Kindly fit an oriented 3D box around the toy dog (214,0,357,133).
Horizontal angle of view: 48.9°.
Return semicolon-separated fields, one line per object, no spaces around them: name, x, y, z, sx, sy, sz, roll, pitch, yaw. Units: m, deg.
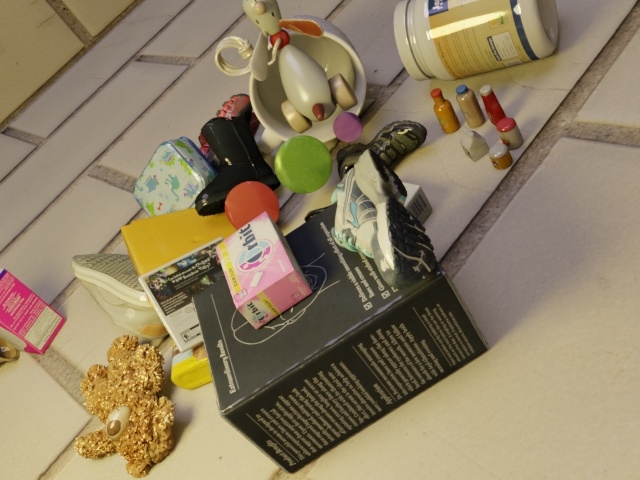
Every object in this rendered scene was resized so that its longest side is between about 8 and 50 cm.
toy dog;-0.061;-0.369;1.509;0.220;0.333;0.161;-50;16;17

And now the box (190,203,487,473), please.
box;0.019;0.137;1.182;0.395;0.212;0.293;-33;38;4

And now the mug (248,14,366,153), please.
mug;-0.066;-0.387;1.784;0.374;0.276;0.328;-57;19;22

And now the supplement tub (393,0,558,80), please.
supplement tub;0.346;-0.486;1.570;0.316;0.228;0.228;-8;46;32

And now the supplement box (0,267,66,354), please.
supplement box;-0.761;0.175;1.736;0.111;0.220;0.114;0;49;37

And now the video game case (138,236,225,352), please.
video game case;-0.234;0.104;1.393;0.190;0.022;0.173;-28;76;-23

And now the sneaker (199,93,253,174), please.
sneaker;-0.225;-0.259;1.820;0.135;0.097;0.276;15;68;25

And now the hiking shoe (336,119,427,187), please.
hiking shoe;0.135;-0.177;1.539;0.227;0.086;0.114;-23;45;32

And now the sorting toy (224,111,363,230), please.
sorting toy;-0.055;-0.158;1.592;0.365;0.127;0.126;-40;6;6

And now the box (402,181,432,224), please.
box;0.129;-0.052;1.408;0.137;0.072;0.126;17;63;45

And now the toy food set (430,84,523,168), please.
toy food set;0.322;-0.247;1.437;0.111;0.104;0.232;-34;38;3

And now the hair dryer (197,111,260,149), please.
hair dryer;-0.253;-0.244;1.927;0.223;0.080;0.293;24;70;29

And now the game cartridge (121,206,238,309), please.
game cartridge;-0.273;0.019;1.564;0.285;0.053;0.324;-13;31;-20

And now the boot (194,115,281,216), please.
boot;-0.233;-0.182;1.659;0.246;0.207;0.094;-25;-10;-39

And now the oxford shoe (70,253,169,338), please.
oxford shoe;-0.469;0.118;1.646;0.169;0.130;0.449;-8;18;-38

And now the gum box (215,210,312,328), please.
gum box;-0.098;0.042;1.148;0.107;0.062;0.188;-34;38;3

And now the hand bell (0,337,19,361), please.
hand bell;-0.893;0.343;1.785;0.242;0.126;0.126;-48;37;7

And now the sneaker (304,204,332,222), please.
sneaker;0.000;0.000;1.358;0.227;0.130;0.087;-42;60;41

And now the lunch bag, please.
lunch bag;-0.357;-0.131;1.749;0.219;0.176;0.090;-48;-11;33

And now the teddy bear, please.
teddy bear;-0.399;0.314;1.404;0.245;0.113;0.338;-33;37;7

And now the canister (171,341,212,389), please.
canister;-0.241;0.205;1.426;0.126;0.073;0.170;-24;41;13

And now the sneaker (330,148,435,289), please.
sneaker;0.082;-0.012;1.058;0.122;0.110;0.283;-41;32;22
